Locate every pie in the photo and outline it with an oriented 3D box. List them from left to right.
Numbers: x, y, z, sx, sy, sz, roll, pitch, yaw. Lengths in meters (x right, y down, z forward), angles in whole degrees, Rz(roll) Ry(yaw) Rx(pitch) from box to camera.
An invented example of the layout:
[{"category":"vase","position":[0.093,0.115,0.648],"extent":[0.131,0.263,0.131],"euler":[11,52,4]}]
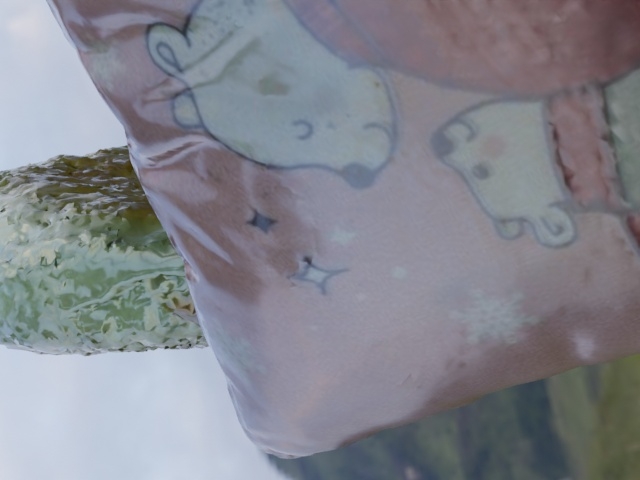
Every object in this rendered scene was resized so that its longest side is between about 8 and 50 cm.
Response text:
[{"category":"pie","position":[0.000,0.000,0.804],"extent":[0.323,0.323,0.070],"euler":[-38,-52,-75]}]

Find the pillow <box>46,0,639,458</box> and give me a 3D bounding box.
[{"category":"pillow","position":[0.045,-0.065,0.439],"extent":[0.084,0.223,0.236],"euler":[-81,-28,-60]}]
